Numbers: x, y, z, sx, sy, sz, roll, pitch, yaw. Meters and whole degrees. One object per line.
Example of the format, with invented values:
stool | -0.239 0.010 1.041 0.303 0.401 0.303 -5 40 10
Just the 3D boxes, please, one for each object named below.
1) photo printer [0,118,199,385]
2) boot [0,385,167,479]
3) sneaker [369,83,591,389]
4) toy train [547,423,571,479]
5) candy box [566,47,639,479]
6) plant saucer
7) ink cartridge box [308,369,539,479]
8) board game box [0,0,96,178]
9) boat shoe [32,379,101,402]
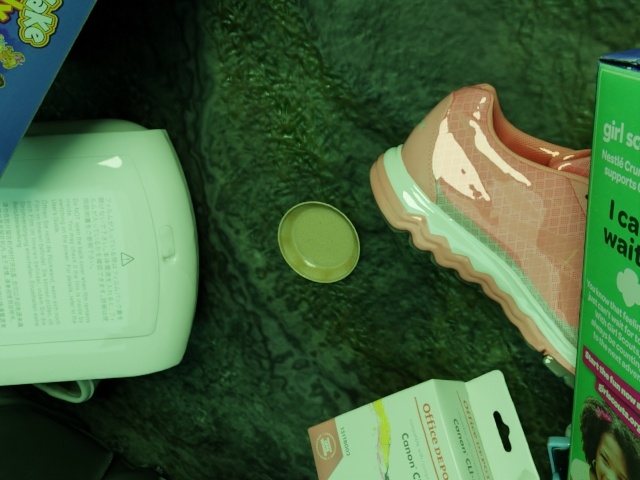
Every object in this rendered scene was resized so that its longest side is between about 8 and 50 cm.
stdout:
photo printer | -0.274 0.013 0.646 0.307 0.107 0.256 -4 100 -4
boot | -0.179 0.333 0.695 0.445 0.367 0.146 31 83 11
sneaker | 0.188 0.005 0.505 0.314 0.116 0.136 39 118 2
toy train | 0.246 0.245 0.592 0.080 0.105 0.184 -10 109 21
candy box | 0.300 0.038 0.398 0.268 0.122 0.317 -10 112 -10
plant saucer | 0.000 0.000 0.639 0.083 0.015 0.083 9 115 19
ink cartridge box | 0.090 0.204 0.632 0.198 0.067 0.115 -31 60 30
board game box | -0.196 -0.229 0.492 0.078 0.233 0.347 25 127 -29
boat shoe | -0.380 0.072 0.742 0.320 0.103 0.118 34 109 -11
